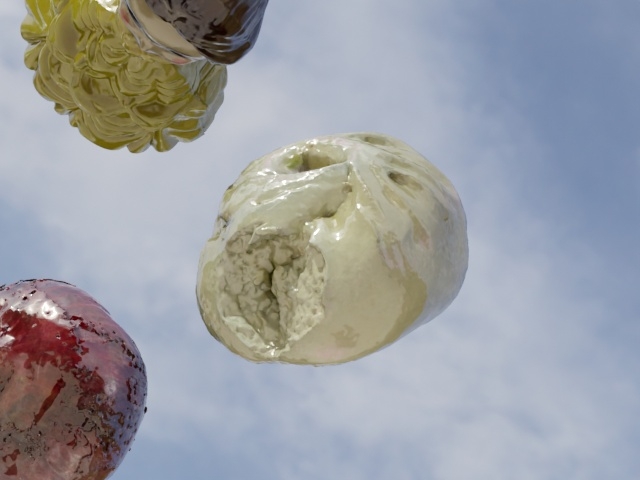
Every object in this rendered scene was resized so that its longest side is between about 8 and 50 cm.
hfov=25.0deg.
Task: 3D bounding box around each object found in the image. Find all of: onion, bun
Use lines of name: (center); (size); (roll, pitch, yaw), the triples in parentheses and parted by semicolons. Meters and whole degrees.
onion: (-0.295, 0.147, 1.408); (0.252, 0.252, 0.219); (-11, -35, 31)
bun: (0.000, 0.000, 0.942); (0.178, 0.193, 0.127); (-4, -71, 24)

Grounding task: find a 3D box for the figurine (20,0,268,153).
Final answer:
figurine: (-0.126, -0.168, 1.114); (0.187, 0.168, 0.315); (66, -16, -5)
